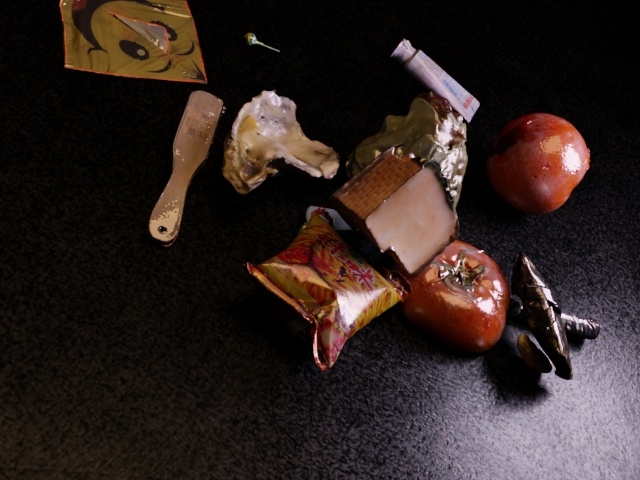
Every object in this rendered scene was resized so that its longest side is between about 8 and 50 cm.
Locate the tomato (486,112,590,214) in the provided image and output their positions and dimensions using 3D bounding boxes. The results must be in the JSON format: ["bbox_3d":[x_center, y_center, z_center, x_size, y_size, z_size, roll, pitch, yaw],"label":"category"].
[{"bbox_3d":[0.441,-0.163,1.859,0.184,0.208,0.208,34,44,-1],"label":"tomato"}]

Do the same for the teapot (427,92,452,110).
[{"bbox_3d":[0.237,-0.277,1.958,0.083,0.064,0.064,-34,61,-11],"label":"teapot"}]

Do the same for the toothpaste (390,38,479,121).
[{"bbox_3d":[0.264,-0.365,2.053,0.234,0.057,0.089,38,46,-3],"label":"toothpaste"}]

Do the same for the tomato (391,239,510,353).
[{"bbox_3d":[0.245,0.085,1.616,0.236,0.095,0.237,15,47,-17],"label":"tomato"}]

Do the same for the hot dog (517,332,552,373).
[{"bbox_3d":[0.378,0.207,1.623,0.090,0.034,0.030,44,38,-13],"label":"hot dog"}]

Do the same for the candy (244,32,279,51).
[{"bbox_3d":[-0.122,-0.414,1.900,0.083,0.023,0.025,15,89,-25],"label":"candy"}]

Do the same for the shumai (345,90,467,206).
[{"bbox_3d":[0.194,-0.154,1.717,0.256,0.218,0.189,-1,47,-33],"label":"shumai"}]

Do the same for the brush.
[{"bbox_3d":[-0.240,-0.123,1.563,0.070,0.065,0.327,24,54,-17],"label":"brush"}]

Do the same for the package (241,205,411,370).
[{"bbox_3d":[0.001,0.072,1.481,0.223,0.108,0.288,48,35,6],"label":"package"}]

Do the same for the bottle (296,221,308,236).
[{"bbox_3d":[0.000,0.000,1.599,0.083,0.030,0.030,31,44,-2],"label":"bottle"}]

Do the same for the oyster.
[{"bbox_3d":[-0.083,-0.169,1.654,0.271,0.100,0.275,2,39,-31],"label":"oyster"}]

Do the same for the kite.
[{"bbox_3d":[-0.354,-0.399,1.765,0.327,0.013,0.377,35,43,2],"label":"kite"}]

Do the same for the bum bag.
[{"bbox_3d":[0.398,0.131,1.614,0.069,0.102,0.248,-18,65,-9],"label":"bum bag"}]

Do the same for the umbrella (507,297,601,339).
[{"bbox_3d":[0.437,0.146,1.707,0.188,0.046,0.050,15,43,-10],"label":"umbrella"}]

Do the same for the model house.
[{"bbox_3d":[0.120,-0.060,1.559,0.166,0.183,0.172,-42,39,-10],"label":"model house"}]

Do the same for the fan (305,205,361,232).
[{"bbox_3d":[0.108,-0.023,1.665,0.282,0.023,0.057,7,50,-13],"label":"fan"}]
